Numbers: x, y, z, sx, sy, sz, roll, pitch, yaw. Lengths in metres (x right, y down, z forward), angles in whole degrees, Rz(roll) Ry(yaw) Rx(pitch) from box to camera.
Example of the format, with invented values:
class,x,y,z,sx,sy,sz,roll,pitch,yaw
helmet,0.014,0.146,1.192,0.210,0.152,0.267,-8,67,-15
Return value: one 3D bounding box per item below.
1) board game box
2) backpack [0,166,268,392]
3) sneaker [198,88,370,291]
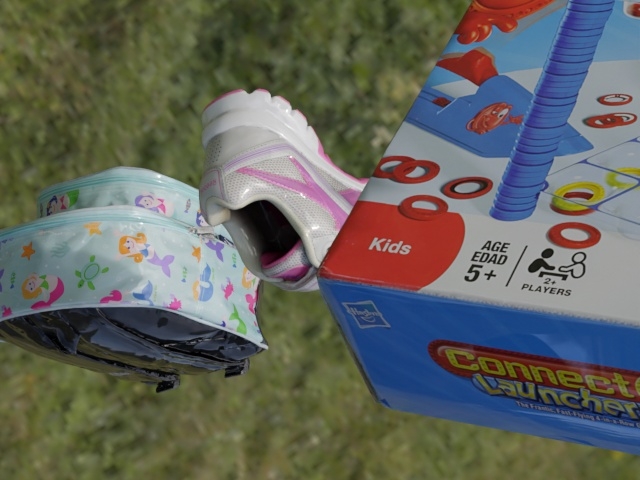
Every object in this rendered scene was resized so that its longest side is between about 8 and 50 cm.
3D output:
class,x,y,z,sx,sy,sz,roll,pitch,yaw
board game box,0.200,-0.053,0.691,0.302,0.308,0.086,-61,142,-31
backpack,-0.193,0.037,1.706,0.225,0.191,0.253,-12,165,36
sneaker,0.000,0.000,1.365,0.252,0.111,0.103,33,142,-18
